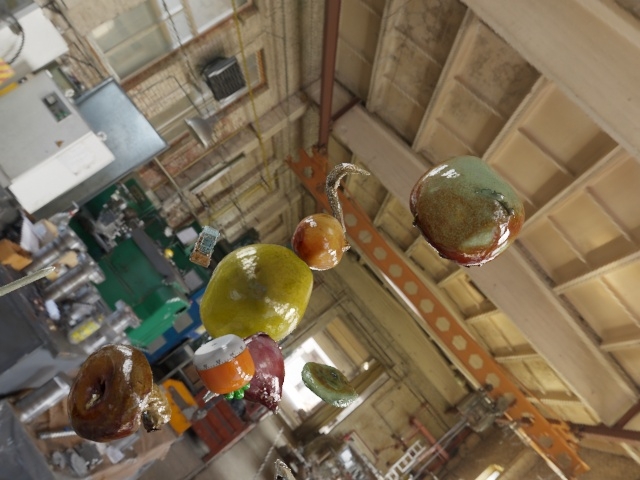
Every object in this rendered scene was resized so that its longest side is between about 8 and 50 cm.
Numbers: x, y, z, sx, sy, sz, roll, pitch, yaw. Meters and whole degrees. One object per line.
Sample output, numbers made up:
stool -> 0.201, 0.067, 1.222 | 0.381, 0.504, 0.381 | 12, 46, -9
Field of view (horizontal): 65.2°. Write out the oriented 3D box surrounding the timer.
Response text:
timer -> -0.181, 0.253, 0.979 | 0.136, 0.099, 0.136 | 29, -41, 29

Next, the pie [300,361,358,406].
pie -> 0.027, 0.412, 1.452 | 0.187, 0.041, 0.187 | 26, 12, -6

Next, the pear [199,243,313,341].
pear -> -0.214, 0.169, 1.618 | 0.340, 0.387, 0.191 | 49, -11, 9

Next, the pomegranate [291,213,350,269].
pomegranate -> -0.006, 0.001, 1.792 | 0.209, 0.209, 0.209 | 49, -12, 14

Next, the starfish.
starfish -> 0.089, -0.180, 2.049 | 0.398, 0.132, 0.383 | 128, -44, -71

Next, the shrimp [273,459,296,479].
shrimp -> -0.060, 0.477, 0.945 | 0.126, 0.048, 0.223 | 59, -8, 18

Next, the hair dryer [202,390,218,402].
hair dryer -> -0.262, 0.386, 1.463 | 0.053, 0.195, 0.220 | 47, 17, 7

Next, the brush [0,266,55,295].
brush -> -0.895, 0.141, 1.409 | 0.039, 0.299, 0.042 | 62, -14, 3

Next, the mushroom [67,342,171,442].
mushroom -> -0.540, 0.402, 1.325 | 0.267, 0.267, 0.254 | 48, -8, 16

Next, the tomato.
tomato -> 0.398, -0.086, 1.343 | 0.304, 0.239, 0.303 | 28, 35, -22

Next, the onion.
onion -> -0.149, 0.322, 1.189 | 0.194, 0.160, 0.159 | 57, -11, 10

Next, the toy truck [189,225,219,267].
toy truck -> -0.466, 0.009, 2.047 | 0.080, 0.115, 0.177 | 24, 36, -16
